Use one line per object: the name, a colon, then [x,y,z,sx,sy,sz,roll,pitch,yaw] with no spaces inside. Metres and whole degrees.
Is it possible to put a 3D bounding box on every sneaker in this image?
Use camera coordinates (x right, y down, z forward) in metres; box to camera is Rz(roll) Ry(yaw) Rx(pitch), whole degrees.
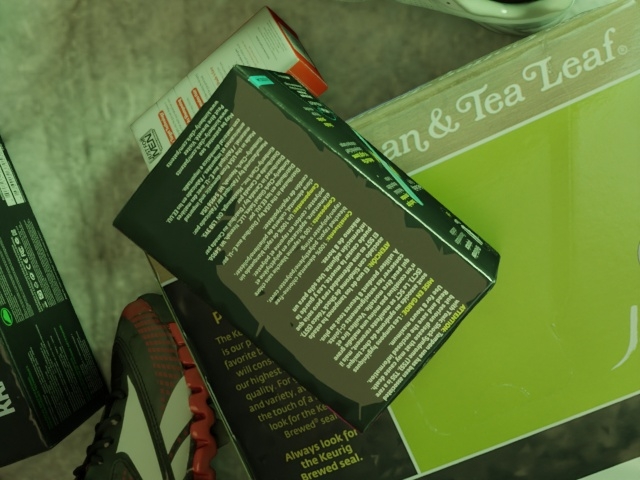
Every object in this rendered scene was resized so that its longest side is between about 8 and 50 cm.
sneaker: [0.068,-0.198,0.743,0.232,0.115,0.090,10,100,0]
sneaker: [-0.137,0.170,0.809,0.135,0.097,0.276,-1,71,-22]

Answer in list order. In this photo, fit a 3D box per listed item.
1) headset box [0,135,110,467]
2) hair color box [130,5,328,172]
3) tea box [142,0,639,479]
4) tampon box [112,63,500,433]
headset box: [-0.352,0.077,0.866,0.283,0.131,0.246,-20,94,13]
hair color box: [-0.070,-0.099,0.817,0.141,0.043,0.072,-38,50,13]
tea box: [0.112,0.054,0.734,0.329,0.220,0.323,-23,95,13]
tampon box: [0.000,0.000,0.572,0.161,0.120,0.101,41,101,5]
